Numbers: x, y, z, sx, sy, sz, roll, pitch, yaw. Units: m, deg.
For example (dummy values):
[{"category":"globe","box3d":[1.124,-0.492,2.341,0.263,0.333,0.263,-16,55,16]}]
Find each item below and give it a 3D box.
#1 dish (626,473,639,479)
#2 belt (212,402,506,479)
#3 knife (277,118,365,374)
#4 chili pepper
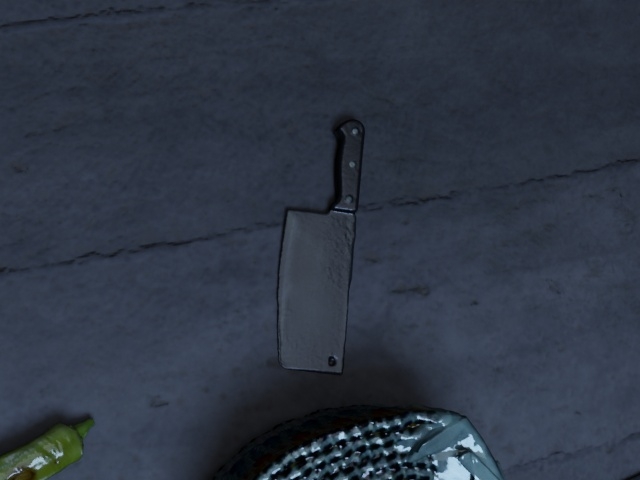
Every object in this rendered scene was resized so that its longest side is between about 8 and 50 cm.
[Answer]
[{"category":"dish","box3d":[0.308,0.324,0.787,0.243,0.080,0.182,-17,83,-18]},{"category":"belt","box3d":[0.033,0.241,0.686,0.257,0.150,0.207,-8,89,-17]},{"category":"knife","box3d":[0.000,0.000,0.799,0.072,0.019,0.245,9,77,-13]},{"category":"chili pepper","box3d":[-0.279,0.182,0.663,0.208,0.043,0.049,-8,93,-18]}]
